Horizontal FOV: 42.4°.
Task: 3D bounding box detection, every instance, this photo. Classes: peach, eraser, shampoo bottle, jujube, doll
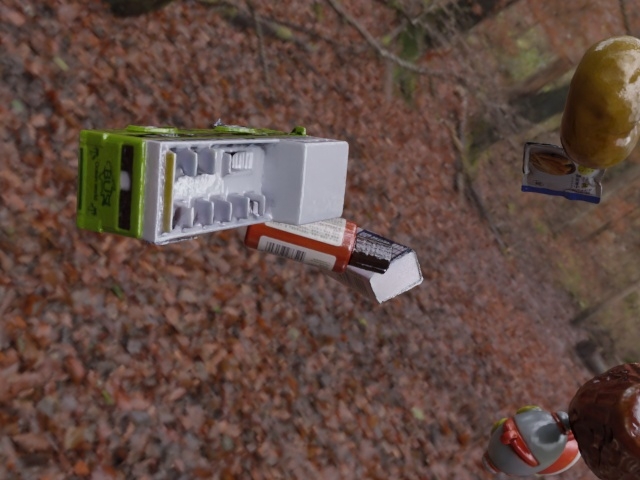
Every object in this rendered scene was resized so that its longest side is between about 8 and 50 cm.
[{"bbox_3d":[0.541,-0.258,1.538,0.153,0.251,0.251,30,7,27],"label":"peach"},{"bbox_3d":[0.101,0.049,1.874,0.287,0.130,0.086,25,-40,60],"label":"eraser"},{"bbox_3d":[0.000,0.000,1.567,0.278,0.104,0.104,17,23,-3],"label":"shampoo bottle"},{"bbox_3d":[0.486,0.282,1.264,0.197,0.197,0.290,59,-1,19],"label":"jujube"},{"bbox_3d":[0.383,0.362,1.470,0.336,0.200,0.105,25,36,-54],"label":"doll"}]

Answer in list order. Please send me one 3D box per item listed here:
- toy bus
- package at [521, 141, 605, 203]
[{"bbox_3d":[-0.099,-0.062,0.841,0.302,0.139,0.113,-14,111,-58],"label":"toy bus"},{"bbox_3d":[0.513,-0.141,1.744,0.173,0.171,0.027,75,30,-53],"label":"package"}]
